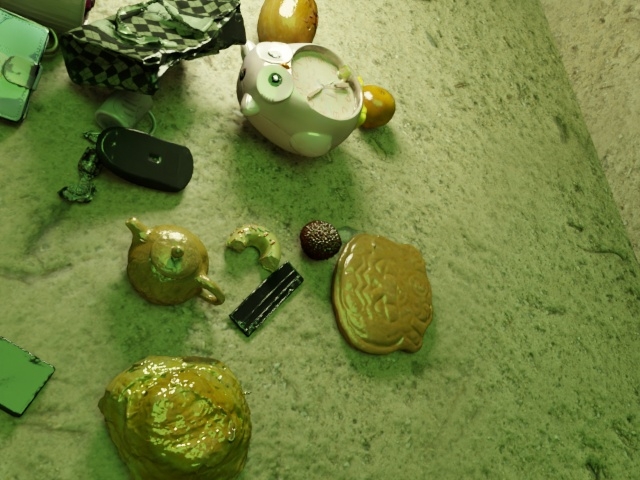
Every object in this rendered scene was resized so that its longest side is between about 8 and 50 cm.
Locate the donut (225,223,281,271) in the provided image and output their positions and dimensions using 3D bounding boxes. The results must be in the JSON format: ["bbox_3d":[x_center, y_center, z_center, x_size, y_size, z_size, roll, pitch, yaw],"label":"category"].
[{"bbox_3d":[-0.177,0.006,1.495,0.166,0.065,0.108,29,59,-16],"label":"donut"}]

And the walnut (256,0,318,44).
[{"bbox_3d":[-0.103,-0.730,1.749,0.203,0.203,0.298,18,75,-22],"label":"walnut"}]

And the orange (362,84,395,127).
[{"bbox_3d":[0.182,-0.463,1.840,0.158,0.136,0.159,20,43,-20],"label":"orange"}]

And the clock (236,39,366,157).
[{"bbox_3d":[-0.082,-0.433,1.617,0.376,0.250,0.369,11,65,-32],"label":"clock"}]

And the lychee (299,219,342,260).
[{"bbox_3d":[0.002,0.001,1.565,0.129,0.123,0.123,11,59,15],"label":"lychee"}]

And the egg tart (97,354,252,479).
[{"bbox_3d":[-0.299,0.416,1.215,0.339,0.153,0.352,-15,79,-35],"label":"egg tart"}]

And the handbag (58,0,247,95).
[{"bbox_3d":[-0.427,-0.530,1.420,0.316,0.180,0.416,20,45,27],"label":"handbag"}]

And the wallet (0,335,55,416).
[{"bbox_3d":[-0.711,0.263,1.123,0.244,0.025,0.124,36,58,-13],"label":"wallet"}]

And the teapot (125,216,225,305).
[{"bbox_3d":[-0.361,0.058,1.313,0.311,0.167,0.203,41,56,-9],"label":"teapot"}]

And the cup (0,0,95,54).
[{"bbox_3d":[-0.748,-0.643,1.391,0.273,0.288,0.208,11,30,-24],"label":"cup"}]

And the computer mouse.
[{"bbox_3d":[-0.472,-0.215,1.409,0.269,0.086,0.138,15,76,-40],"label":"computer mouse"}]

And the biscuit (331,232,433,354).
[{"bbox_3d":[0.200,0.165,1.640,0.364,0.062,0.385,12,65,-25],"label":"biscuit"}]

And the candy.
[{"bbox_3d":[-0.599,-0.197,1.356,0.093,0.051,0.227,21,62,-17],"label":"candy"}]

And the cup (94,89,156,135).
[{"bbox_3d":[-0.515,-0.346,1.429,0.136,0.099,0.133,28,58,-2],"label":"cup"}]

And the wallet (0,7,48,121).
[{"bbox_3d":[-0.780,-0.429,1.286,0.176,0.075,0.251,18,87,-27],"label":"wallet"}]

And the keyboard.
[{"bbox_3d":[-0.148,0.157,1.480,0.087,0.017,0.250,49,57,-5],"label":"keyboard"}]
